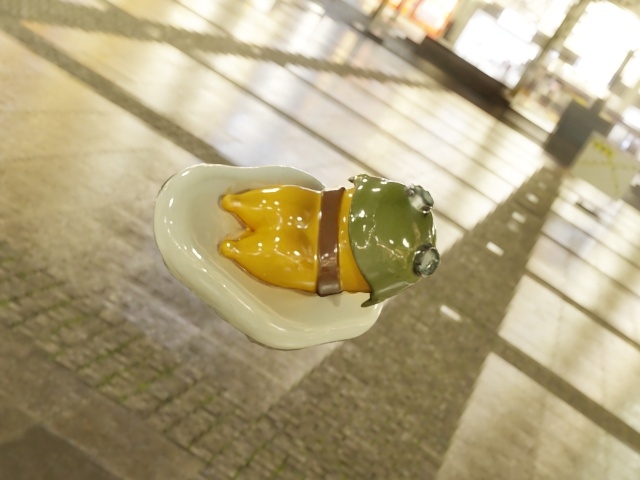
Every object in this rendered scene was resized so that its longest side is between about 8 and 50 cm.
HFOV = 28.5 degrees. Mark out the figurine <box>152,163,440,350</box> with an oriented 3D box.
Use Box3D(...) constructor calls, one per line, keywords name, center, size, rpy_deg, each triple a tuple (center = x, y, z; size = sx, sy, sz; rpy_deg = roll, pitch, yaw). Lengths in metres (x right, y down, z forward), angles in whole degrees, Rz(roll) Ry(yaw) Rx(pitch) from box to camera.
Box3D(name="figurine", center=(0.000, 0.000, 1.054), size=(0.250, 0.167, 0.141), rpy_deg=(12, -20, -39))
